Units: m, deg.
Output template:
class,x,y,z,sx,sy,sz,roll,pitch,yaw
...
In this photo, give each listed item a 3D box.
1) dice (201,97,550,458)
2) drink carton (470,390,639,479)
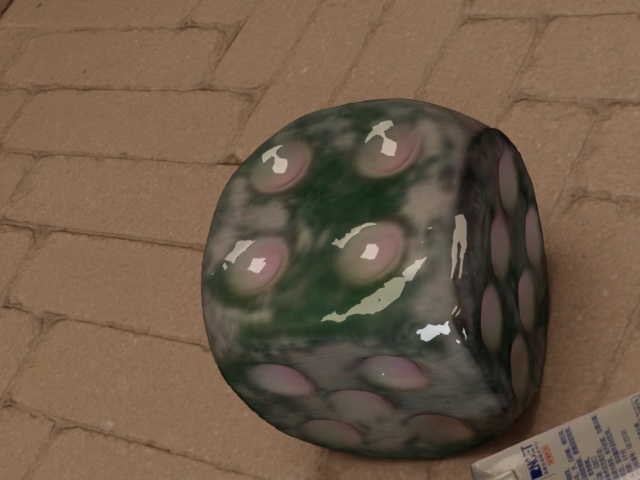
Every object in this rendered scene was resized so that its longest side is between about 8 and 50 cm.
class,x,y,z,sx,sy,sz,roll,pitch,yaw
dice,0.082,0.051,1.467,0.348,0.330,0.328,-8,53,28
drink carton,0.326,0.244,1.277,0.315,0.130,0.107,-27,41,14
